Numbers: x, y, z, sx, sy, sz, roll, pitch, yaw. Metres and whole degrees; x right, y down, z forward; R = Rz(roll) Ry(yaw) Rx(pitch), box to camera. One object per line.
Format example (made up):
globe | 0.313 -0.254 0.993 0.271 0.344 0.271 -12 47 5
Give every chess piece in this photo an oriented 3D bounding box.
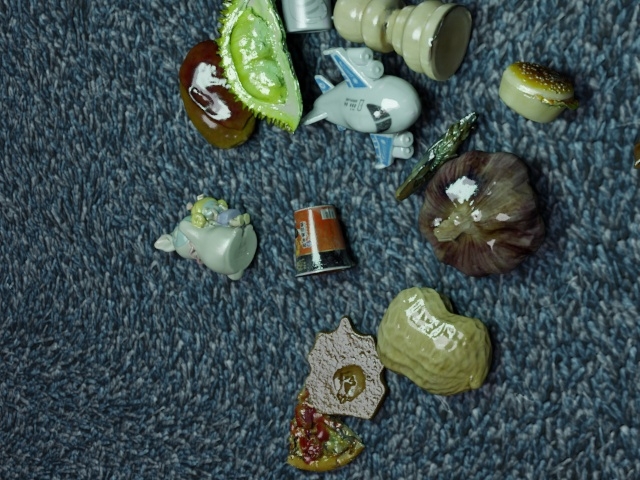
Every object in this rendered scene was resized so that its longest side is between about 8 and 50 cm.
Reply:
chess piece | 0.140 -0.401 1.778 0.261 0.142 0.143 27 112 31

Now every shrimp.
shrimp | 0.211 -0.152 1.766 0.051 0.150 0.217 43 112 7

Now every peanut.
peanut | 0.221 0.201 1.848 0.233 0.110 0.197 33 114 24

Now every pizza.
pizza | -0.019 0.410 2.062 0.201 0.053 0.193 -29 84 32

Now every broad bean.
broad bean | -0.212 -0.305 2.006 0.156 0.122 0.229 -22 94 7

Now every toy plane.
toy plane | 0.081 -0.254 1.819 0.267 0.122 0.267 31 148 22

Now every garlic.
garlic | 0.287 -0.044 1.725 0.245 0.160 0.245 7 107 24

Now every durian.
durian | -0.105 -0.379 1.888 0.169 0.158 0.352 -9 97 44

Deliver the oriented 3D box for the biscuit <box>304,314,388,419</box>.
biscuit | 0.055 0.263 1.995 0.182 0.034 0.215 3 96 20

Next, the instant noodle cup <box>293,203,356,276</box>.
instant noodle cup | -0.002 0.000 1.944 0.127 0.127 0.136 -12 85 32

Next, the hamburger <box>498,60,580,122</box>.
hamburger | 0.381 -0.260 1.656 0.141 0.126 0.081 43 127 23

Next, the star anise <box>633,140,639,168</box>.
star anise | 0.606 -0.199 1.536 0.212 0.111 0.196 -7 129 12

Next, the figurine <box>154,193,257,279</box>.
figurine | -0.260 -0.016 2.088 0.235 0.127 0.155 18 126 30

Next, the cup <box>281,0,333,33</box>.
cup | -0.013 -0.476 1.865 0.136 0.099 0.133 2 99 31
